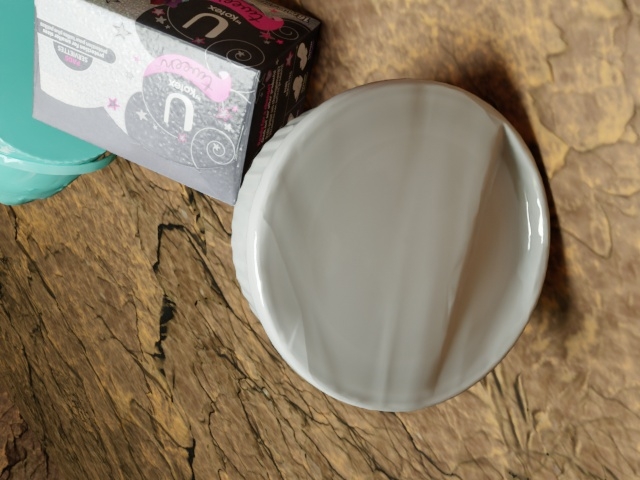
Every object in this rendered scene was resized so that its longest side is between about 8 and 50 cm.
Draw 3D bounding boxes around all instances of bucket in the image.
[{"bbox_3d":[-0.384,-0.193,1.319,0.183,0.281,0.281,-19,99,54],"label":"bucket"}]

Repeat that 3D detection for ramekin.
[{"bbox_3d":[0.050,-0.001,0.846,0.127,0.272,0.273,18,130,65],"label":"ramekin"}]

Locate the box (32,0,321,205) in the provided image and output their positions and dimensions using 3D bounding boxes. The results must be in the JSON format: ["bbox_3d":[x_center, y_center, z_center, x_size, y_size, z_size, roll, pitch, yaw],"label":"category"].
[{"bbox_3d":[-0.149,-0.171,1.001,0.247,0.142,0.163,23,129,12],"label":"box"}]
